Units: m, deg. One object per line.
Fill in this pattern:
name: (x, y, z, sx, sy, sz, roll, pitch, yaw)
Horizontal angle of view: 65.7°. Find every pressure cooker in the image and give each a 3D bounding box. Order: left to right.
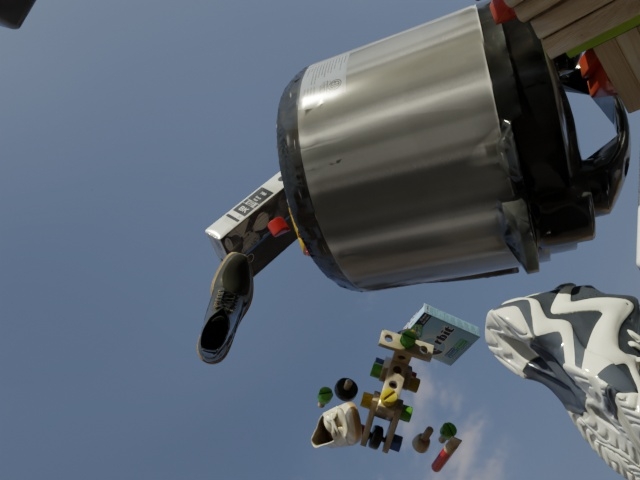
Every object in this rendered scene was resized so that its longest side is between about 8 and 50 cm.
pressure cooker: (0.192, -0.125, 0.706, 0.375, 0.420, 0.370, -2, -101, -67)

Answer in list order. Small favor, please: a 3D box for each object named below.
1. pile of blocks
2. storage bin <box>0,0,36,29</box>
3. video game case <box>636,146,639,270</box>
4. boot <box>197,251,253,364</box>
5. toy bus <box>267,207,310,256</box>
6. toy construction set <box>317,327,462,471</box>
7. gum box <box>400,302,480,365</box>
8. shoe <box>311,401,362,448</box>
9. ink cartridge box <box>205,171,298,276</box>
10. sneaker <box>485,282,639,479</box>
pile of blocks: (0.221, -0.246, 0.458, 0.362, 0.112, 0.149, 25, -117, -32)
storage bin: (-0.253, -0.215, 0.372, 0.098, 0.135, 0.091, 27, -93, -61)
video game case: (0.321, -0.016, 0.443, 0.173, 0.022, 0.190, 39, -122, -33)
boot: (-0.151, 0.101, 0.817, 0.076, 0.137, 0.198, 11, -110, -8)
toy bus: (0.002, -0.011, 1.032, 0.191, 0.104, 0.202, 29, -119, 8)
toy construction set: (0.197, 0.349, 1.131, 0.257, 0.309, 0.237, -29, -33, -38)
gum box: (0.345, 0.280, 1.459, 0.184, 0.041, 0.157, 25, -52, -6)
shoe: (0.030, 0.379, 0.988, 0.058, 0.219, 0.077, -9, -118, -20)
ink cartridge box: (-0.110, -0.056, 1.189, 0.332, 0.065, 0.165, -44, -40, -26)
sneaker: (0.298, 0.120, 0.484, 0.153, 0.235, 0.094, -25, -53, -20)
